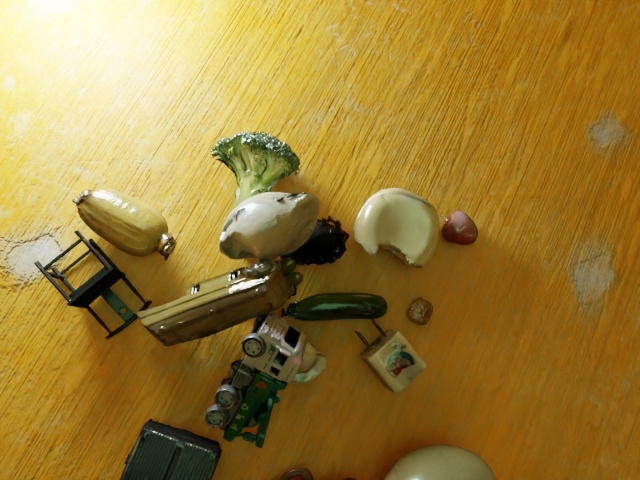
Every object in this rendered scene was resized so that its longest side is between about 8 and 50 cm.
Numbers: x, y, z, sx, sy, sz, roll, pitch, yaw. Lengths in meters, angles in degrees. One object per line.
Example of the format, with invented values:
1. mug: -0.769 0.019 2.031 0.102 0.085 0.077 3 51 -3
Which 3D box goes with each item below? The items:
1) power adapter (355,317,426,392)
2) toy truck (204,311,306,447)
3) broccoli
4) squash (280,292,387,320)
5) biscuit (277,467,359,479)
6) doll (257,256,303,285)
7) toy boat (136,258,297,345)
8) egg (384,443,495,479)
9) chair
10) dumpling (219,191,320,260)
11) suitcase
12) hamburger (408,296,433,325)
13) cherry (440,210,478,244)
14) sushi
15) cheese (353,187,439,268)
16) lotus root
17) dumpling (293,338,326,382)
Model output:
1. power adapter: 0.191 0.327 1.404 0.130 0.125 0.205 -40 91 -13
2. toy truck: -0.169 0.376 1.266 0.177 0.176 0.364 25 104 -2
3. broccoli: -0.171 -0.137 1.385 0.251 0.221 0.362 -11 94 -5
4. squash: 0.044 0.199 1.421 0.331 0.087 0.087 -1 81 -9
5. biscuit: -0.017 0.781 1.233 0.359 0.074 0.381 35 62 27
6. doll: -0.152 0.128 1.357 0.209 0.097 0.137 -33 102 16
7. toy boat: -0.292 0.160 1.279 0.445 0.162 0.136 -21 129 9
8. egg: 0.304 0.709 1.284 0.335 0.278 0.279 -5 82 -14
9. chair: -0.611 0.123 1.285 0.154 0.141 0.260 -42 88 -13
10. dumpling: -0.126 -0.018 1.274 0.243 0.227 0.175 -1 55 18
11. suitcase: -0.416 0.664 1.224 0.229 0.152 0.335 22 78 -7
12. hamburger: 0.315 0.223 1.486 0.076 0.044 0.083 27 80 -5
13. cherry: 0.452 -0.040 1.530 0.126 0.087 0.106 11 83 -6
14. sushi: 0.000 0.000 1.409 0.172 0.150 0.153 6 90 30
15. cheese: 0.238 -0.031 1.470 0.265 0.127 0.233 24 78 -5
16. lotus root: -0.540 -0.048 1.326 0.303 0.131 0.146 30 100 -4
17. dumpling: -0.076 0.338 1.370 0.188 0.108 0.127 36 102 -17
